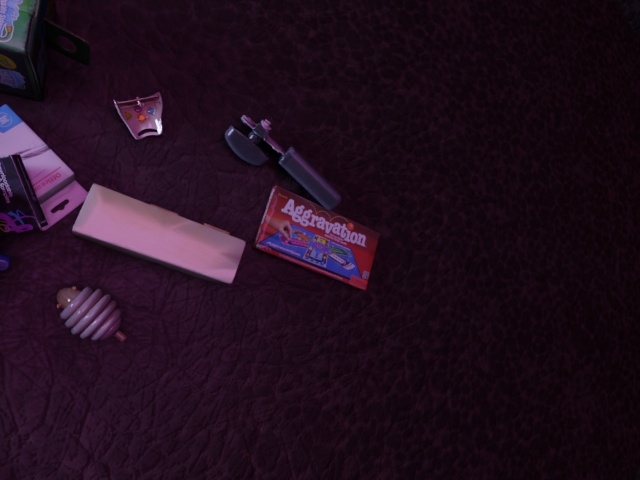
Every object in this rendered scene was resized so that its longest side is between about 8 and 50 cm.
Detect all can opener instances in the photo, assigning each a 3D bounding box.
[{"bbox_3d":[-0.074,-0.162,0.935,0.280,0.074,0.093,38,103,-17],"label":"can opener"}]

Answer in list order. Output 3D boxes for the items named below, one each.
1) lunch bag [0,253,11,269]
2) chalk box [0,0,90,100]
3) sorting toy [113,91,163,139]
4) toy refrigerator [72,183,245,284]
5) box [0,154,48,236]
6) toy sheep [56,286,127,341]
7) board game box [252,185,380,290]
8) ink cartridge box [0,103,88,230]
[{"bbox_3d":[-0.589,0.019,0.571,0.294,0.138,0.220,6,106,-34],"label":"lunch bag"},{"bbox_3d":[-0.511,-0.346,0.659,0.289,0.180,0.178,7,81,-28],"label":"chalk box"},{"bbox_3d":[-0.335,-0.231,0.815,0.083,0.045,0.075,-22,102,-28],"label":"sorting toy"},{"bbox_3d":[-0.283,-0.006,0.780,0.270,0.102,0.094,23,74,-23],"label":"toy refrigerator"},{"bbox_3d":[-0.518,-0.056,0.655,0.162,0.029,0.115,-13,105,-1],"label":"box"},{"bbox_3d":[-0.379,0.124,0.723,0.132,0.091,0.091,40,68,-18],"label":"toy sheep"},{"bbox_3d":[0.000,0.000,0.968,0.282,0.027,0.144,23,73,-23],"label":"board game box"},{"bbox_3d":[-0.485,-0.115,0.711,0.180,0.060,0.104,49,66,-14],"label":"ink cartridge box"}]
